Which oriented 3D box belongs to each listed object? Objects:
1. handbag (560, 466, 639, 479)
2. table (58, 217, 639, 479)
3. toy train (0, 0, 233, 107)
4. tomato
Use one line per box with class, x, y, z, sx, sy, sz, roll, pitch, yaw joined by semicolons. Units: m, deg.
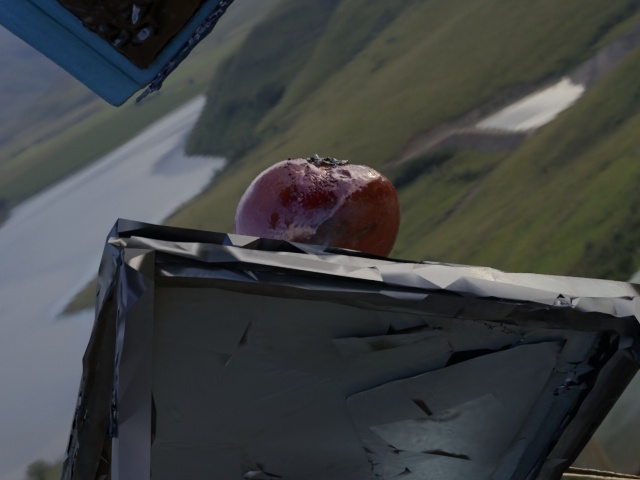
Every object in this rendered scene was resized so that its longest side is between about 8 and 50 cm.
handbag;0.219;0.335;0.601;0.283;0.401;0.133;2;-10;28
table;0.000;0.216;0.410;0.272;0.222;0.335;-99;22;-48
toy train;-0.156;-0.283;0.976;0.300;0.188;0.265;-47;31;11
tomato;0.000;0.000;1.215;0.189;0.173;0.099;7;20;-10
